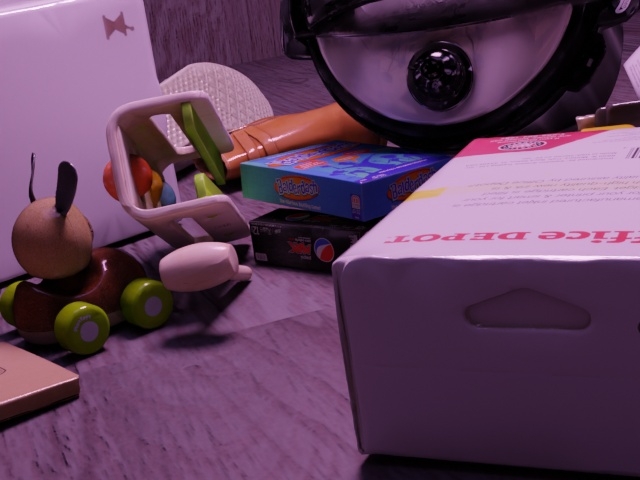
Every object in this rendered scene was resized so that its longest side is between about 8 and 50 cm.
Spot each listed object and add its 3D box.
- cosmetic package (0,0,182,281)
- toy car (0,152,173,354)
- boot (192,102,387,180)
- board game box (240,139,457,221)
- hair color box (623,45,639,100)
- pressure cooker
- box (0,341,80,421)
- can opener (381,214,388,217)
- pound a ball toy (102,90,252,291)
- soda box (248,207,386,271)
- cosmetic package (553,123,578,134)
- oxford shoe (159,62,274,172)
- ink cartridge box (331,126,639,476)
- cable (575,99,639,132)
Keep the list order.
[{"bbox_3d":[-0.448,-0.158,1.535,0.327,0.330,0.393,-21,20,-37],"label":"cosmetic package"},{"bbox_3d":[-0.258,0.002,1.156,0.149,0.189,0.155,-21,21,-37],"label":"toy car"},{"bbox_3d":[-0.050,-0.150,1.698,0.220,0.109,0.283,-17,17,-31],"label":"boot"},{"bbox_3d":[0.033,-0.074,1.301,0.160,0.047,0.210,-18,20,-39],"label":"board game box"},{"bbox_3d":[0.598,-0.329,1.552,0.113,0.374,0.185,35,24,-9],"label":"hair color box"},{"bbox_3d":[0.184,-0.276,1.393,0.370,0.375,0.420,-48,-18,12],"label":"pressure cooker"},{"bbox_3d":[-0.343,0.141,1.006,0.201,0.021,0.164,-17,19,-38],"label":"box"},{"bbox_3d":[0.108,-0.013,1.271,0.186,0.059,0.073,5,65,52],"label":"can opener"},{"bbox_3d":[-0.159,-0.031,1.249,0.135,0.208,0.319,-12,-7,1],"label":"pound a ball toy"},{"bbox_3d":[0.000,0.000,1.276,0.168,0.053,0.060,7,22,40],"label":"soda box"},{"bbox_3d":[0.407,-0.063,1.224,0.377,0.098,0.284,9,26,43],"label":"cosmetic package"},{"bbox_3d":[-0.231,-0.195,1.900,0.130,0.169,0.449,-40,-4,33],"label":"oxford shoe"},{"bbox_3d":[0.209,0.027,0.898,0.279,0.161,0.384,-1,17,25],"label":"ink cartridge box"},{"bbox_3d":[0.368,-0.103,1.074,0.287,0.072,0.139,-4,-4,30],"label":"cable"}]
